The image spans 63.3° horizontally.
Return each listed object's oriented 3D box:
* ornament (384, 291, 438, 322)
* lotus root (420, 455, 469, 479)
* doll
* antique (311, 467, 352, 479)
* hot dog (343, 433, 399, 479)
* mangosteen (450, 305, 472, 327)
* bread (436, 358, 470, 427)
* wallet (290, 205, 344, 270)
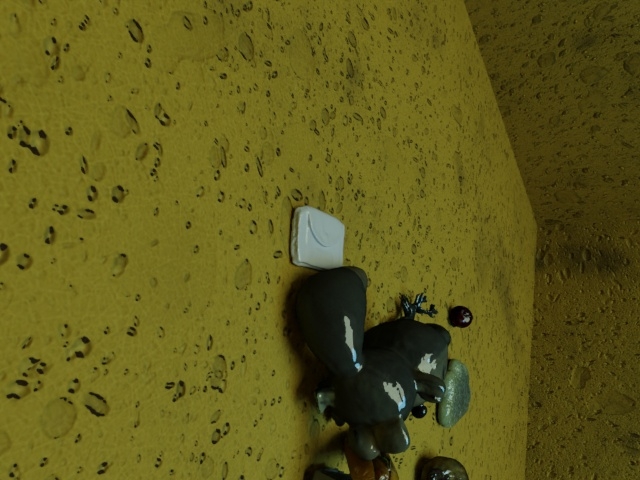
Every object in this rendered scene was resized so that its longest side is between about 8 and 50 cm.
[{"bbox_3d":[0.259,0.251,1.431,0.236,0.080,0.202,-44,121,-51],"label":"ornament"},{"bbox_3d":[0.379,0.722,1.542,0.260,0.129,0.145,43,42,-50],"label":"lotus root"},{"bbox_3d":[0.137,0.210,1.089,0.382,0.253,0.378,-37,119,-61],"label":"doll"},{"bbox_3d":[0.058,0.541,1.005,0.152,0.147,0.147,40,66,-50],"label":"antique"},{"bbox_3d":[0.101,0.441,1.056,0.249,0.100,0.068,155,-43,-85],"label":"hot dog"},{"bbox_3d":[0.490,0.267,1.815,0.081,0.081,0.080,8,81,-58],"label":"mangosteen"},{"bbox_3d":[0.457,0.504,1.760,0.287,0.056,0.207,-10,97,-60],"label":"bread"},{"bbox_3d":[0.000,0.000,1.079,0.183,0.032,0.124,19,74,-58],"label":"wallet"}]
